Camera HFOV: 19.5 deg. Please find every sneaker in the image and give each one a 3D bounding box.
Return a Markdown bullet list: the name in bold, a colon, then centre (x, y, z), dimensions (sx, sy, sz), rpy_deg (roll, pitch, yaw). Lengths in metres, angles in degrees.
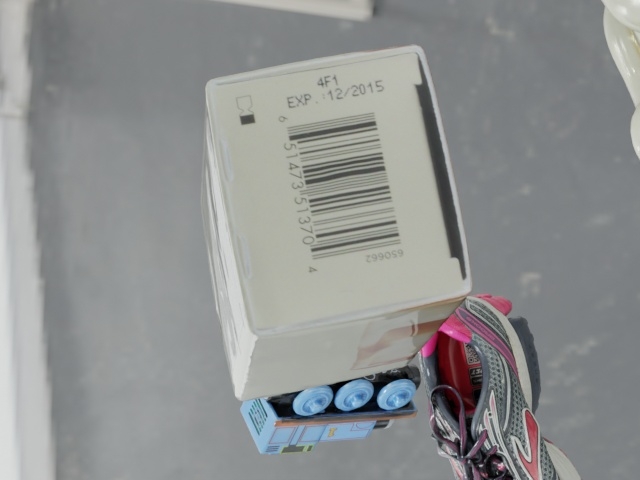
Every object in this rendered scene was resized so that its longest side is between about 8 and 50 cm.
- **sneaker**: centre (0.155, 0.199, 1.709), dimensions (0.121, 0.112, 0.299), rpy_deg (-23, 81, 28)

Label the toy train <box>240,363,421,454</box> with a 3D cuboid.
- **toy train**: centre (0.013, 0.158, 1.880), dimensions (0.080, 0.184, 0.105), rpy_deg (62, 140, 37)

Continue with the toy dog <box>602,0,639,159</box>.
- **toy dog**: centre (0.370, -0.240, 1.545), dimensions (0.284, 0.408, 0.395), rpy_deg (8, 85, 41)

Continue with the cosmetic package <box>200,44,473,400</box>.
- **cosmetic package**: centre (0.000, 0.000, 1.146), dimensions (0.296, 0.129, 0.153), rpy_deg (115, 144, -79)
